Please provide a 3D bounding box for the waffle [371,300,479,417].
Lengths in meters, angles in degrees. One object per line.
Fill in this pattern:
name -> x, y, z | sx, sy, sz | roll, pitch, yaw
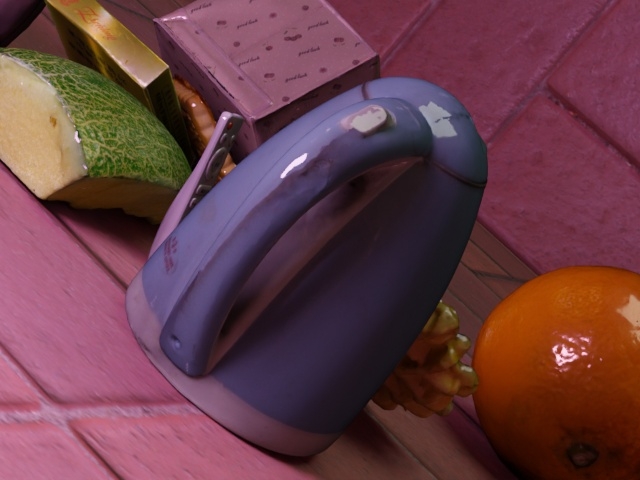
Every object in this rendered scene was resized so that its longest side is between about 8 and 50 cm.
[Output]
waffle -> 0.038, 0.068, 1.768 | 0.329, 0.062, 0.329 | 35, -31, 25

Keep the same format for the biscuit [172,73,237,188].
biscuit -> -0.118, -0.077, 1.989 | 0.254, 0.029, 0.172 | 65, -8, -19

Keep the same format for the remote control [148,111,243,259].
remote control -> -0.134, -0.052, 1.740 | 0.027, 0.184, 0.050 | 29, 7, 15

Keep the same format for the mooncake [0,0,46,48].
mooncake -> -0.451, -0.333, 1.877 | 0.306, 0.154, 0.306 | 39, 11, -9

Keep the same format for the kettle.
kettle -> 0.000, 0.000, 1.501 | 0.247, 0.342, 0.319 | 46, 20, 16

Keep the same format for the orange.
orange -> 0.341, 0.180, 2.093 | 0.312, 0.312, 0.312 | 38, 11, -9

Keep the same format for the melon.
melon -> -0.222, -0.097, 1.777 | 0.196, 0.124, 0.323 | 51, 15, 25

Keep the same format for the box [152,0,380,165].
box -> -0.054, -0.157, 2.080 | 0.225, 0.190, 0.297 | 48, -19, 32

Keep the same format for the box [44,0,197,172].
box -> -0.228, -0.173, 1.950 | 0.173, 0.043, 0.311 | 43, -14, 18
